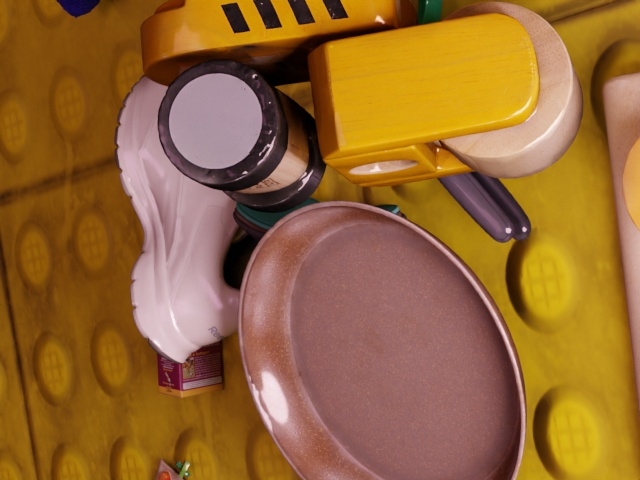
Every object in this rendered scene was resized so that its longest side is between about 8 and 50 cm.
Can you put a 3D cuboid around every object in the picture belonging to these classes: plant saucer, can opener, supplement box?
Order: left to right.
[{"bbox_3d":[-0.132,0.111,1.901,0.043,0.055,0.083,7,100,50],"label":"supplement box"},{"bbox_3d":[0.058,0.108,1.627,0.310,0.050,0.310,19,121,35],"label":"plant saucer"},{"bbox_3d":[0.109,-0.070,1.571,0.186,0.059,0.073,59,135,26],"label":"can opener"}]

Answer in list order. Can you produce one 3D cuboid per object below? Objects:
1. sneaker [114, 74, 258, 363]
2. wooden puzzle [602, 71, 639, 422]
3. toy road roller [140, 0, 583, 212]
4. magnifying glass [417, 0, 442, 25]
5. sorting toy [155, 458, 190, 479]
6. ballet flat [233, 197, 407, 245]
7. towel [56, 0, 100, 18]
[{"bbox_3d":[-0.118,-0.032,1.839,0.129,0.111,0.297,-17,71,21],"label":"sneaker"},{"bbox_3d":[0.323,0.029,1.308,0.348,0.080,0.322,-5,92,51],"label":"wooden puzzle"},{"bbox_3d":[0.025,-0.160,1.450,0.329,0.202,0.240,-7,84,10],"label":"toy road roller"},{"bbox_3d":[0.023,-0.204,1.686,0.231,0.026,0.092,-3,94,49],"label":"magnifying glass"},{"bbox_3d":[-0.156,0.257,1.989,0.062,0.012,0.083,39,125,41],"label":"sorting toy"},{"bbox_3d":[0.000,0.000,1.712,0.203,0.074,0.074,6,101,44],"label":"ballet flat"},{"bbox_3d":[-0.282,-0.385,1.891,0.308,0.076,0.228,102,146,-65],"label":"towel"}]
